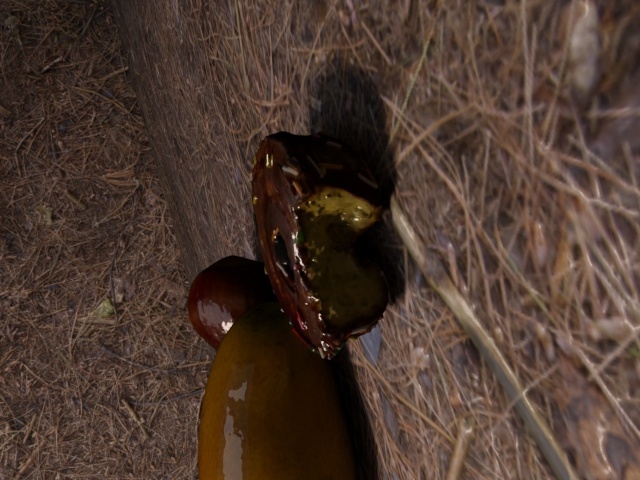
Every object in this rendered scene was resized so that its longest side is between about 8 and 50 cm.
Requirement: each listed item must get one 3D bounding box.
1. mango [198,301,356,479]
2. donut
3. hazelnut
[{"bbox_3d":[-0.066,0.272,0.803,0.264,0.221,0.378,-157,64,-72],"label":"mango"},{"bbox_3d":[-0.001,-0.001,0.581,0.216,0.096,0.230,179,77,-73],"label":"donut"},{"bbox_3d":[-0.143,0.113,0.987,0.160,0.170,0.201,37,172,24],"label":"hazelnut"}]
